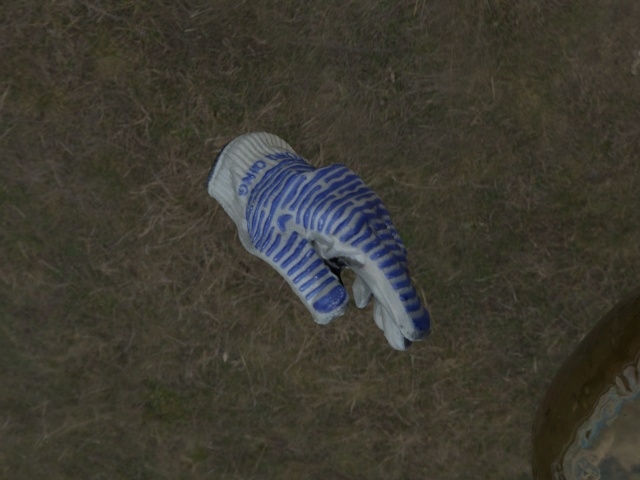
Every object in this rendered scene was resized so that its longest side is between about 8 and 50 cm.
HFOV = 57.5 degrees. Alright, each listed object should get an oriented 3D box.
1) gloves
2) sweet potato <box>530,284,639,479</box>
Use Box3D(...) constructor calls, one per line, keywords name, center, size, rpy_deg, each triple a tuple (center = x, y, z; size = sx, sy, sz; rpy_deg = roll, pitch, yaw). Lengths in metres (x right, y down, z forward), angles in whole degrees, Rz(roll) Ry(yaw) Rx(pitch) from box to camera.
Box3D(name="gloves", center=(-0.001, -0.006, 0.447), size=(0.229, 0.119, 0.097), rpy_deg=(46, 141, 24))
Box3D(name="sweet potato", center=(0.236, 0.045, 0.310), size=(0.131, 0.130, 0.422), rpy_deg=(20, 128, -2))
